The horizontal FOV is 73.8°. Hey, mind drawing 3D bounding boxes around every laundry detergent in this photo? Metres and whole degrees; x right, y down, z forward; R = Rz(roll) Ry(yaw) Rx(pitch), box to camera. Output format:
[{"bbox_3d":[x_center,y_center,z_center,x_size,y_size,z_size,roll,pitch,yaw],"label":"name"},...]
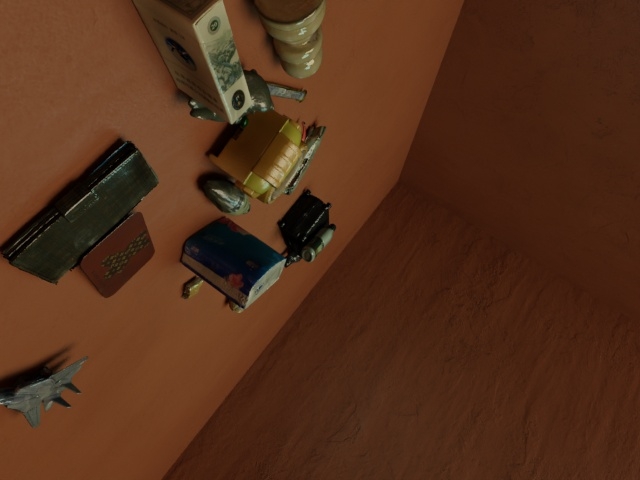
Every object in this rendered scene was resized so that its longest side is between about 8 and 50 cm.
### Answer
[{"bbox_3d":[0.000,0.000,1.970,0.225,0.070,0.099,-49,159,-34],"label":"laundry detergent"}]

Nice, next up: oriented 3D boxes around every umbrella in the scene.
[{"bbox_3d":[-0.085,0.024,2.284,0.337,0.128,0.154,-39,178,-16],"label":"umbrella"}]

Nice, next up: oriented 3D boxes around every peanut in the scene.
[{"bbox_3d":[-0.344,0.227,1.906,0.099,0.090,0.214,23,100,-46],"label":"peanut"}]

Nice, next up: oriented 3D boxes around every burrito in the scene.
[{"bbox_3d":[-0.070,-0.311,1.649,0.309,0.066,0.096,-58,172,11],"label":"burrito"}]

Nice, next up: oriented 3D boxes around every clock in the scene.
[{"bbox_3d":[-0.157,-0.242,1.270,0.244,0.200,0.317,-53,175,0],"label":"clock"}]

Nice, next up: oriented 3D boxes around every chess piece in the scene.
[{"bbox_3d":[-0.060,-0.521,1.060,0.167,0.167,0.299,-55,173,-5],"label":"chess piece"}]

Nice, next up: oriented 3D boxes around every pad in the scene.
[{"bbox_3d":[-0.490,0.042,1.055,0.181,0.004,0.267,-51,174,-27],"label":"pad"}]

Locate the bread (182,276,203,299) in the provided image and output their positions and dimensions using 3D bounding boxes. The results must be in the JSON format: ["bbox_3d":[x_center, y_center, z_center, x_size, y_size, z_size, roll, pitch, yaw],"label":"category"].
[{"bbox_3d":[-0.452,0.170,1.507,0.070,0.035,0.083,-42,167,-45],"label":"bread"}]

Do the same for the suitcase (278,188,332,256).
[{"bbox_3d":[-0.066,-0.063,2.055,0.229,0.152,0.335,-52,166,-14],"label":"suitcase"}]

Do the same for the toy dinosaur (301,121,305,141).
[{"bbox_3d":[-0.132,-0.285,1.534,0.285,0.070,0.139,-57,177,-9],"label":"toy dinosaur"}]

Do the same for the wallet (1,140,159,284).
[{"bbox_3d":[-0.475,-0.056,0.881,0.317,0.044,0.169,-51,169,-17],"label":"wallet"}]

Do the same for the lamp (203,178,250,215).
[{"bbox_3d":[-0.276,-0.129,1.281,0.101,0.101,0.250,-56,164,-1],"label":"lamp"}]

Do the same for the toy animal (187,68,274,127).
[{"bbox_3d":[-0.228,-0.335,1.013,0.237,0.108,0.138,-20,107,-40],"label":"toy animal"}]

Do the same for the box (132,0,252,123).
[{"bbox_3d":[-0.229,-0.351,0.786,0.069,0.164,0.256,-51,166,-14],"label":"box"}]

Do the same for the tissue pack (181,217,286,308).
[{"bbox_3d":[-0.275,0.063,1.366,0.209,0.270,0.137,-42,161,-46],"label":"tissue pack"}]

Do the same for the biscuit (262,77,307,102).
[{"bbox_3d":[-0.113,-0.444,1.275,0.048,0.026,0.292,-58,167,23],"label":"biscuit"}]

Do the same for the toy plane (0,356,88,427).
[{"bbox_3d":[-0.695,0.355,1.002,0.212,0.088,0.267,-56,159,-7],"label":"toy plane"}]
